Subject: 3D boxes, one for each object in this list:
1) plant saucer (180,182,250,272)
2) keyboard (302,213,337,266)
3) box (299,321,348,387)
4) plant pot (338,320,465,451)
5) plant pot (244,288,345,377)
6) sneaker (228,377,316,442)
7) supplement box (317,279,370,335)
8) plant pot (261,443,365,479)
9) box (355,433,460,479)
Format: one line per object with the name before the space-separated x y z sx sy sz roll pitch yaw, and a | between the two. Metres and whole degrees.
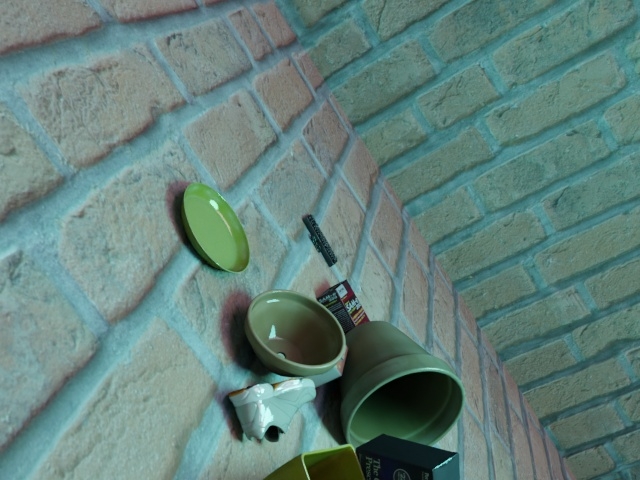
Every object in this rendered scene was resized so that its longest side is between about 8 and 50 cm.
plant saucer | -0.255 -0.024 1.615 0.241 0.037 0.241 50 23 -29
keyboard | 0.000 0.000 2.210 0.180 0.023 0.108 60 21 -2
box | -0.018 0.261 1.728 0.170 0.091 0.130 55 21 -15
plant pot | 0.176 0.368 1.803 0.323 0.323 0.280 46 10 -36
plant pot | -0.072 0.231 1.553 0.238 0.109 0.237 20 35 -14
sneaker | -0.092 0.363 1.443 0.262 0.099 0.120 8 63 -56
supplement box | 0.092 0.247 2.036 0.239 0.073 0.130 60 21 -1
plant pot | -0.026 0.514 1.242 0.212 0.187 0.212 21 44 -60
box | 0.172 0.533 1.323 0.103 0.184 0.261 -9 97 -50
